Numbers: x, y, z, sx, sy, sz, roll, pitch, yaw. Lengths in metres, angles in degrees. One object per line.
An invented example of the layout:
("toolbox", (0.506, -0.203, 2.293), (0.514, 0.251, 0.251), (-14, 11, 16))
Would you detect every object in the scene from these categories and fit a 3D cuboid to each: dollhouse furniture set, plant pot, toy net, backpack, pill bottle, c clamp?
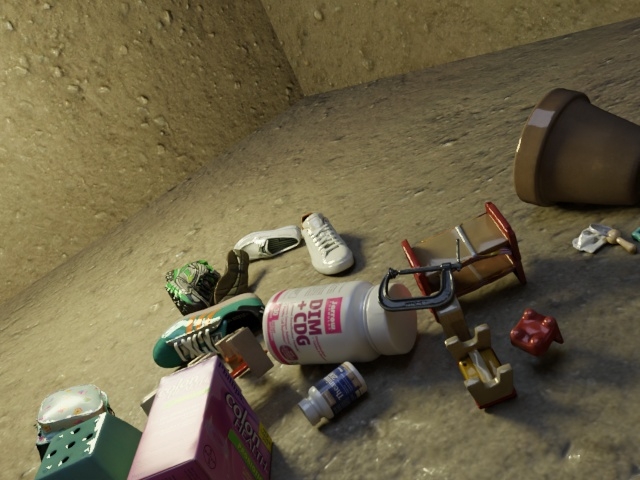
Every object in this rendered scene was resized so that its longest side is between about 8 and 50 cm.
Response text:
("dollhouse furniture set", (-0.216, 0.300, 1.188), (0.259, 0.135, 0.262), (-36, 0, -20))
("plant pot", (-0.342, 0.415, 0.974), (0.165, 0.234, 0.165), (-24, 23, 4))
("toy net", (0.602, -0.024, 1.135), (0.232, 0.045, 0.122), (-3, 33, 44))
("dollhouse furniture set", (0.304, 0.120, 1.075), (0.201, 0.152, 0.374), (-24, 41, 6))
("backpack", (-0.541, 0.403, 1.310), (0.165, 0.145, 0.188), (-12, 11, -21))
("pill bottle", (0.038, 0.165, 1.187), (0.283, 0.160, 0.160), (-11, 28, 33))
("pill bottle", (0.021, 0.282, 1.081), (0.120, 0.067, 0.067), (-34, 24, -16))
("plant pot", (0.579, -0.174, 1.269), (0.263, 0.263, 0.229), (-39, 45, -27))
("c clamp", (0.179, 0.070, 1.064), (0.160, 0.022, 0.137), (-12, 49, 15))

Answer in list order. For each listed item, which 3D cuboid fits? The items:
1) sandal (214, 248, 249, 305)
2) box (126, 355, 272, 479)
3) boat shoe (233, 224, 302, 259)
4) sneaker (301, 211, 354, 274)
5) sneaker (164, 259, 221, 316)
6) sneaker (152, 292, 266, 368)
("sandal", (-0.254, 0.116, 1.701), (0.089, 0.060, 0.219), (13, 44, -12))
("box", (-0.179, 0.354, 0.956), (0.117, 0.214, 0.243), (-24, 23, 8))
("boat shoe", (-0.167, 0.011, 1.823), (0.226, 0.083, 0.076), (-22, 23, 10))
("sneaker", (0.000, 0.000, 1.626), (0.105, 0.123, 0.290), (-28, 24, -9))
("sneaker", (-0.360, 0.129, 1.710), (0.146, 0.134, 0.343), (-32, 23, -6))
("sneaker", (-0.270, 0.230, 1.446), (0.302, 0.108, 0.121), (-28, 19, -7))
